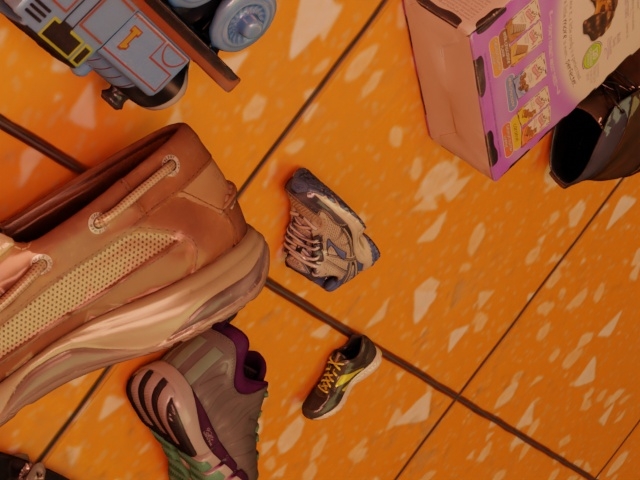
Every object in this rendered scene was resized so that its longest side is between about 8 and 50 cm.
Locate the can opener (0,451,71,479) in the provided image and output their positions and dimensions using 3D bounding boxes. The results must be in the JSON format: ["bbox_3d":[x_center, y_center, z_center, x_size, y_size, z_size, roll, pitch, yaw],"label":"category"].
[{"bbox_3d":[-0.186,0.172,0.994,0.186,0.073,0.059,34,54,-62],"label":"can opener"}]

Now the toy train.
[{"bbox_3d":[-0.098,-0.129,0.771,0.105,0.080,0.184,-44,152,3],"label":"toy train"}]

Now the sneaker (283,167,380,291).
[{"bbox_3d":[0.000,0.000,1.057,0.058,0.052,0.135,-44,148,-5],"label":"sneaker"}]

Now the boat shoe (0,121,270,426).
[{"bbox_3d":[-0.186,0.033,0.800,0.324,0.123,0.116,-27,108,-23],"label":"boat shoe"}]

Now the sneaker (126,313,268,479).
[{"bbox_3d":[-0.061,0.140,1.092,0.098,0.083,0.223,-45,148,-21],"label":"sneaker"}]

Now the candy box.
[{"bbox_3d":[0.158,-0.165,1.078,0.196,0.070,0.165,-42,148,-16],"label":"candy box"}]

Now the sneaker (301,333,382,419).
[{"bbox_3d":[0.012,0.106,1.208,0.083,0.031,0.035,-46,136,-18],"label":"sneaker"}]

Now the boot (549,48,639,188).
[{"bbox_3d":[0.263,-0.129,1.242,0.106,0.082,0.219,-23,143,-40],"label":"boot"}]
